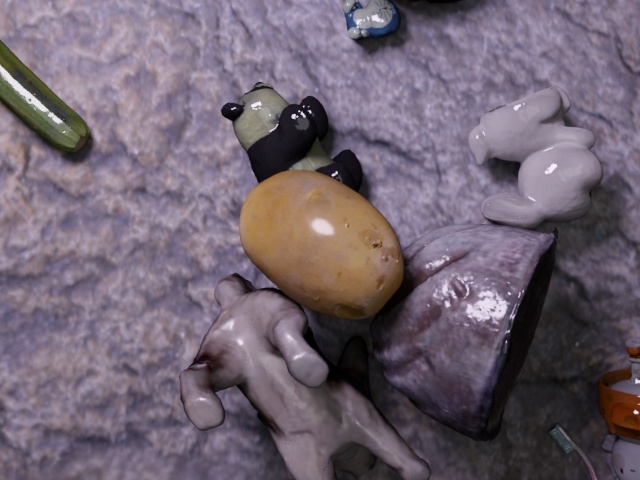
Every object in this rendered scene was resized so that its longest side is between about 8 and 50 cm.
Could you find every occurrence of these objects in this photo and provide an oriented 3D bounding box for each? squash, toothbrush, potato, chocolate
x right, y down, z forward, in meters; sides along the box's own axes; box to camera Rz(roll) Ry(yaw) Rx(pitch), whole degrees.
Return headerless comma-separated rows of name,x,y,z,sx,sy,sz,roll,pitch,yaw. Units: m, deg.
squash,-0.431,-0.216,1.188,0.229,0.066,0.066,42,89,-2
toothbrush,0.427,0.385,1.223,0.027,0.021,0.269,-36,90,12
potato,0.000,0.000,1.032,0.233,0.146,0.150,32,67,16
chocolate,0.178,0.096,1.103,0.213,0.303,0.303,17,90,21

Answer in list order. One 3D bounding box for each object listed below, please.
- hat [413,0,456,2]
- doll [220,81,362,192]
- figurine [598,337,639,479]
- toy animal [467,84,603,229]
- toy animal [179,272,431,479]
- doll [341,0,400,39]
hat,0.112,-0.497,1.125,0.238,0.209,0.336,-23,89,2
doll,-0.036,-0.120,1.157,0.135,0.143,0.234,-30,95,14
figurine,0.474,0.273,1.180,0.143,0.143,0.271,-16,110,-1
toy animal,0.299,-0.113,1.168,0.178,0.127,0.193,-13,91,1
toy animal,-0.025,0.198,1.127,0.194,0.303,0.344,-38,115,4
doll,0.075,-0.327,1.203,0.083,0.050,0.076,-14,72,1
